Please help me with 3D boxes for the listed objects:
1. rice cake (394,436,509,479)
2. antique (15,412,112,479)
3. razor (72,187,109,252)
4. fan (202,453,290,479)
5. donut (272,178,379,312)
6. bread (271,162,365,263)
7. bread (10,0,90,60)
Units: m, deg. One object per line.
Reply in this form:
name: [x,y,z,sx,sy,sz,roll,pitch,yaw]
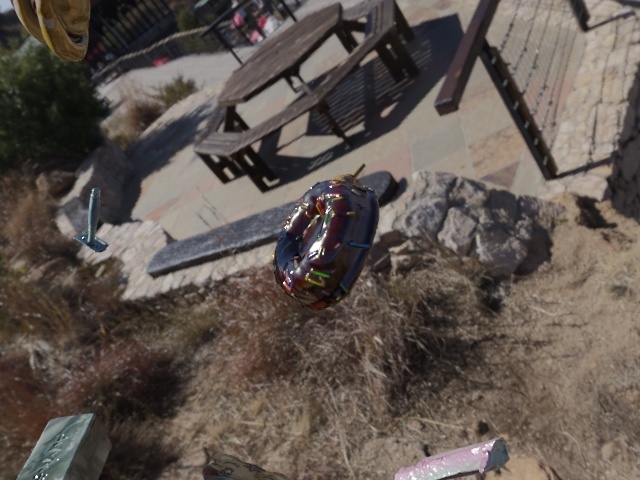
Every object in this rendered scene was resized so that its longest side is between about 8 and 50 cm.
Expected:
rice cake: [0.230,0.422,1.008,0.081,0.051,0.290,-17,-19,-38]
antique: [-0.423,0.384,0.885,0.088,0.086,0.183,-10,28,4]
razor: [-0.456,-0.046,1.089,0.040,0.068,0.135,-43,-23,-55]
fan: [-0.142,0.416,0.905,0.152,0.226,0.008,17,92,12]
donut: [0.000,0.000,0.898,0.235,0.089,0.235,-43,33,37]
bread: [0.004,-0.052,1.298,0.084,0.124,0.344,26,73,35]
bread: [-0.310,-0.305,0.603,0.225,0.081,0.134,54,139,37]
